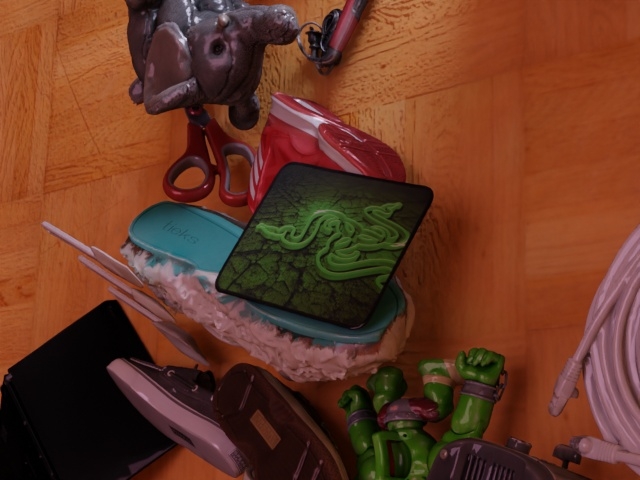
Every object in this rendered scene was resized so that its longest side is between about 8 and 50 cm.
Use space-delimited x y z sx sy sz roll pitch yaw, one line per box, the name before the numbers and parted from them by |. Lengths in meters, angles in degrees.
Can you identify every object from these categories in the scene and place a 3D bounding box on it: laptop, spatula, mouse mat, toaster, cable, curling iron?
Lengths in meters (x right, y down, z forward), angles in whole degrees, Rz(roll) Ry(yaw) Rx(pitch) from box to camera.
laptop | -0.278 0.248 1.535 0.234 0.136 0.264 52 140 39
spatula | -0.219 0.054 1.433 0.019 0.168 0.242 -50 35 -13
mouse mat | 0.000 0.000 1.195 0.190 0.007 0.152 13 66 39
toaster | 0.152 0.271 1.033 0.129 0.146 0.227 13 87 45
cable | 0.321 0.079 0.970 0.257 0.089 0.257 24 95 43
curling iron | 0.050 -0.303 1.361 0.068 0.035 0.274 36 104 42

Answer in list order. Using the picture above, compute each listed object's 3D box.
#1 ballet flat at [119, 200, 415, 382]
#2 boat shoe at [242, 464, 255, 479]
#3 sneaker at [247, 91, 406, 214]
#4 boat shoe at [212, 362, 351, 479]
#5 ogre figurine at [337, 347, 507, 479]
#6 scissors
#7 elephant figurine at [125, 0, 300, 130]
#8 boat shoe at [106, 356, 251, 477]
ballet flat | -0.046 0.065 1.302 0.409 0.147 0.147 24 96 47
boat shoe | -0.026 0.305 1.219 0.079 0.084 0.233 -65 29 14
sneaker | 0.001 -0.057 1.324 0.221 0.087 0.128 45 119 53
boat shoe | -0.010 0.214 1.221 0.095 0.095 0.257 -47 43 15
ogre figurine | 0.084 0.170 1.163 0.197 0.097 0.118 -9 61 30
scissors | -0.128 -0.135 1.485 0.297 0.109 0.021 -99 5 -48
elephant figurine | -0.120 -0.191 1.378 0.169 0.186 0.239 -23 44 -8
boat shoe | -0.138 0.170 1.385 0.076 0.080 0.228 -43 41 -22
